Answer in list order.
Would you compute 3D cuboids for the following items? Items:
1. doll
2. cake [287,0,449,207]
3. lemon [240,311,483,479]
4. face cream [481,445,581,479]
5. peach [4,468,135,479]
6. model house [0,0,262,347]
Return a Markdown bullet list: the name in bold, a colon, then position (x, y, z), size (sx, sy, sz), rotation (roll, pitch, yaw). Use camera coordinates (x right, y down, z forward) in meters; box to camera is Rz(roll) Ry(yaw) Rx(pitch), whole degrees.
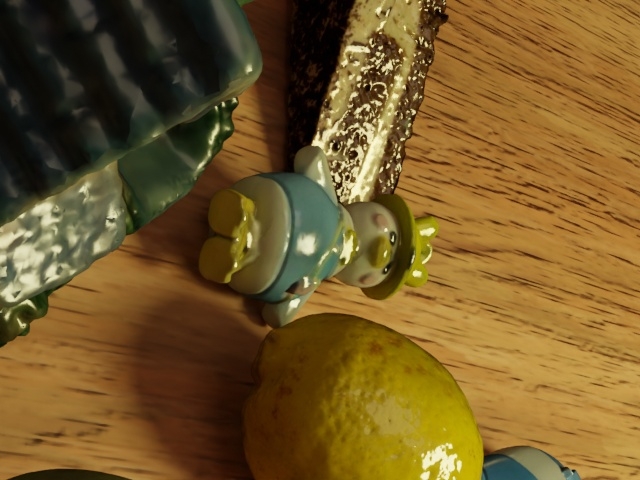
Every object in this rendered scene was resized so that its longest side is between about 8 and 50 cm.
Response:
- **doll**: position (0.001, 0.000, 1.137), size (0.241, 0.098, 0.135), rotation (5, 68, -38)
- **cake**: position (0.016, -0.128, 1.272), size (0.112, 0.135, 0.246), rotation (17, 89, -31)
- **lemon**: position (0.029, 0.150, 1.054), size (0.207, 0.170, 0.170), rotation (37, 47, -19)
- **face cream**: position (0.146, 0.262, 1.180), size (0.264, 0.083, 0.149), rotation (-30, 94, -50)
- **peach**: position (-0.129, 0.280, 0.765), size (0.292, 0.247, 0.292), rotation (-20, 90, -76)
- **model house**: position (-0.157, -0.182, 0.845), size (0.445, 0.400, 0.395), rotation (-32, 93, -50)
